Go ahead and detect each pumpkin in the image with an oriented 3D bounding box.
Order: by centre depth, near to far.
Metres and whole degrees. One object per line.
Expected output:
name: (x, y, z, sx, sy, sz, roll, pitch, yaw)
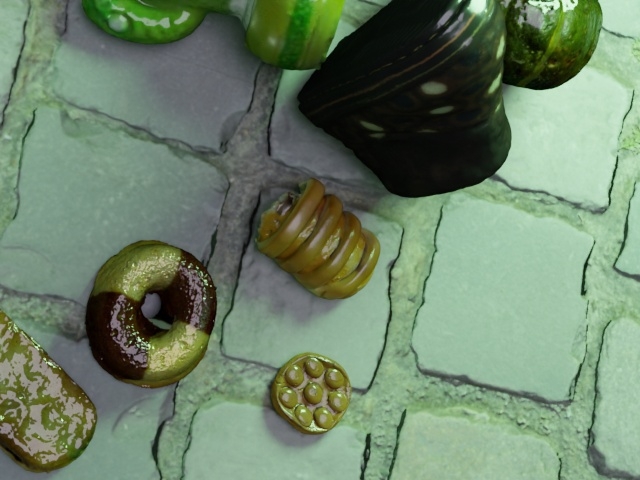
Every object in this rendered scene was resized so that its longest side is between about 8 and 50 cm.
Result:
pumpkin: (0.253, -0.309, 1.543, 0.260, 0.260, 0.189, 11, 113, -18)

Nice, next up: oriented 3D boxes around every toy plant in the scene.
toy plant: (-0.130, -0.335, 1.463, 0.316, 0.184, 0.224, 13, 105, -9)

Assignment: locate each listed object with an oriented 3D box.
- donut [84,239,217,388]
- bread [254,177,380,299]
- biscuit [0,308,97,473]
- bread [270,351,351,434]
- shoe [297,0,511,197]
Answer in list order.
donut: (-0.205, 0.090, 1.463, 0.166, 0.073, 0.184, 28, 77, -13)
bread: (0.000, 0.000, 1.533, 0.177, 0.084, 0.119, 39, 76, -18)
biscuit: (-0.375, 0.174, 1.421, 0.247, 0.029, 0.118, 48, 67, -11)
bread: (-0.011, 0.200, 1.548, 0.110, 0.024, 0.110, 1, 86, -20)
shoe: (0.138, -0.169, 1.430, 0.237, 0.384, 0.171, 38, 69, -14)
